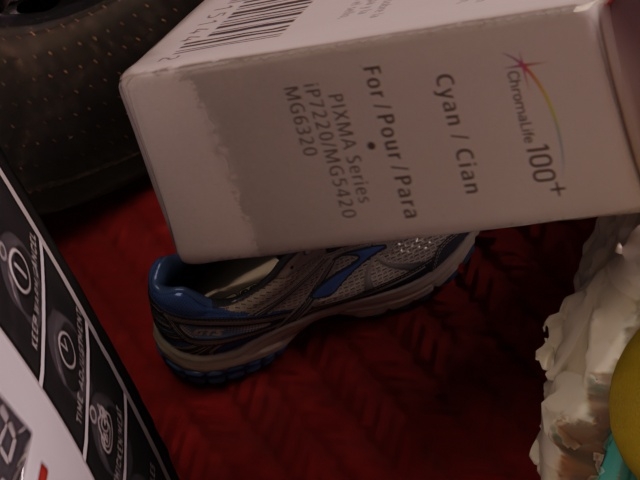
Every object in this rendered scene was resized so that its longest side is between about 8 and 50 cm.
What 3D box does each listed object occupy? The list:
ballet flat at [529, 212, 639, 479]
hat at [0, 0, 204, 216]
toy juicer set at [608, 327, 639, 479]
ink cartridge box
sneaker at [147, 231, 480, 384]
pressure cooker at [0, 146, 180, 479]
[{"bbox_3d":[0.198,-0.048,0.617,0.409,0.147,0.147,-43,56,-15],"label":"ballet flat"},{"bbox_3d":[-0.144,-0.174,0.749,0.331,0.331,0.134,-34,11,-8],"label":"hat"},{"bbox_3d":[0.251,0.034,0.495,0.329,0.089,0.209,-32,95,-15],"label":"toy juicer set"},{"bbox_3d":[0.115,-0.099,0.588,0.261,0.066,0.296,-8,24,25],"label":"ink cartridge box"},{"bbox_3d":[0.000,0.000,0.667,0.135,0.058,0.052,-31,54,-6],"label":"sneaker"},{"bbox_3d":[-0.254,0.061,0.476,0.375,0.420,0.370,-37,53,-11],"label":"pressure cooker"}]
